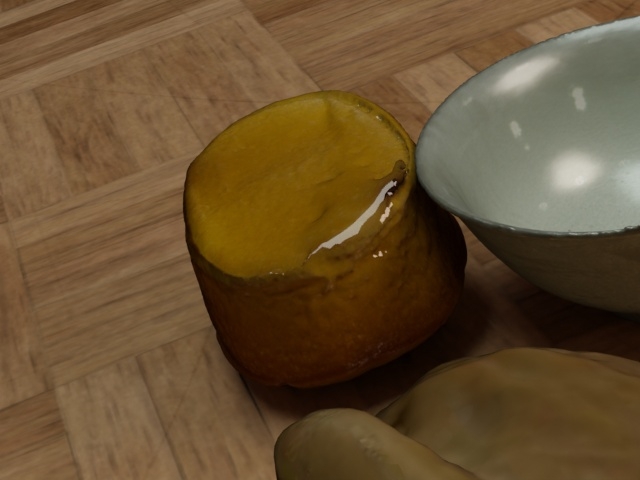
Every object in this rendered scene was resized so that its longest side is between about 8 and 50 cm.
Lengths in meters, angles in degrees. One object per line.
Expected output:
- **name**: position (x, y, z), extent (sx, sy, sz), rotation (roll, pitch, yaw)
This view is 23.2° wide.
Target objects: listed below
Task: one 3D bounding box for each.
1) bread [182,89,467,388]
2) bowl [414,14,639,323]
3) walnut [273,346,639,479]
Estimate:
- **bread**: position (0.000, 0.000, 1.134), extent (0.195, 0.143, 0.270), rotation (-23, 31, 2)
- **bowl**: position (0.231, -0.031, 1.059), extent (0.313, 0.146, 0.313), rotation (-15, 27, 7)
- **walnut**: position (0.083, 0.181, 0.638), extent (0.296, 0.285, 0.285), rotation (-46, 33, -6)
